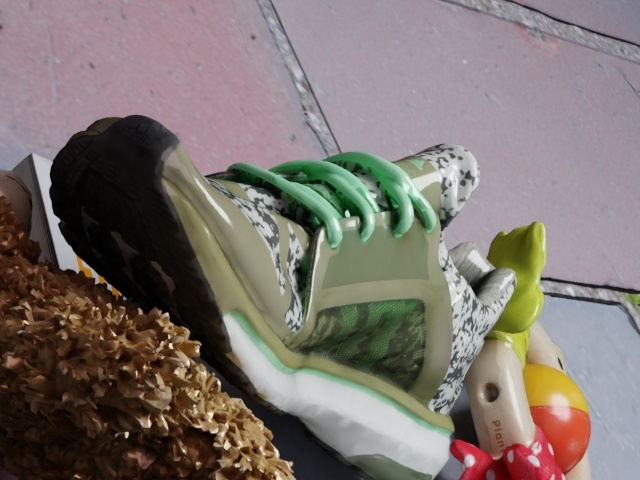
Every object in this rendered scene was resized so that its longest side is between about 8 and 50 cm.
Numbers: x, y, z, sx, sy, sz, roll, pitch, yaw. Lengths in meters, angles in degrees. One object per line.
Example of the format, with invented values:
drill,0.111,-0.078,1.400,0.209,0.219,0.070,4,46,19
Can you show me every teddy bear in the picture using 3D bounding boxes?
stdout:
teddy bear,-0.100,0.072,0.846,0.338,0.113,0.245,34,-7,19

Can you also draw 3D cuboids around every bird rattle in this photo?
bird rattle,0.142,0.121,1.202,0.207,0.143,0.253,32,34,-57

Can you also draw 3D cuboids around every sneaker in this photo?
sneaker,0.000,0.000,0.972,0.158,0.182,0.410,35,-5,29

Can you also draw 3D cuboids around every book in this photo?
book,-0.129,0.025,1.046,0.096,0.035,0.144,23,38,-43
